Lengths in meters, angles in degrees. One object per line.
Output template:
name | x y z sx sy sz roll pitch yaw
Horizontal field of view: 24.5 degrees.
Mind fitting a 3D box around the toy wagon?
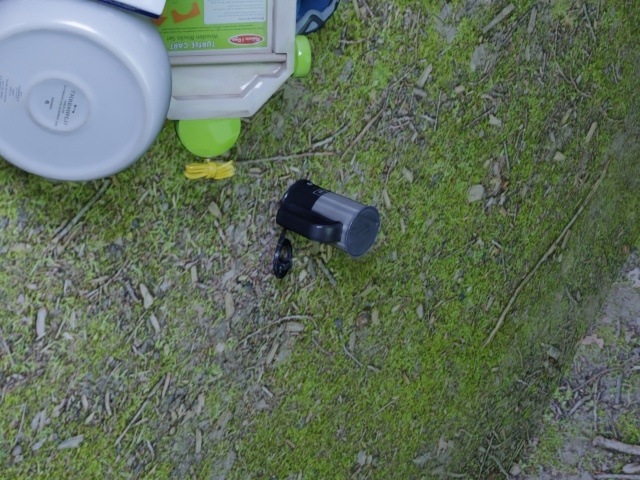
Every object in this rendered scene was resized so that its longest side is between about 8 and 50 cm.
toy wagon | -0.145 -0.247 1.845 0.267 0.068 0.344 -4 111 -18

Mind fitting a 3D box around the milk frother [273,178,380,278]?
milk frother | 0.000 0.000 2.242 0.129 0.135 0.143 -33 133 -39

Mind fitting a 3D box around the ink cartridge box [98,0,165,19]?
ink cartridge box | -0.243 -0.371 1.550 0.223 0.045 0.224 15 86 -12

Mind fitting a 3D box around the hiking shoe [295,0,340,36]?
hiking shoe | -0.077 -0.328 1.962 0.304 0.113 0.132 -37 137 -37

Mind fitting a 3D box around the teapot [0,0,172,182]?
teapot | -0.282 -0.201 1.693 0.252 0.256 0.187 53 24 -30
